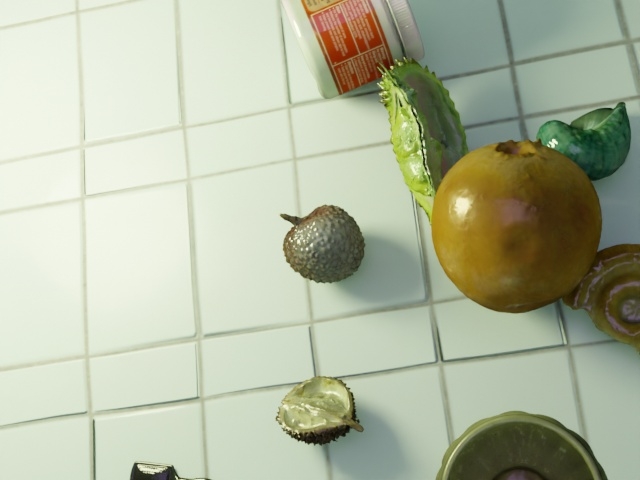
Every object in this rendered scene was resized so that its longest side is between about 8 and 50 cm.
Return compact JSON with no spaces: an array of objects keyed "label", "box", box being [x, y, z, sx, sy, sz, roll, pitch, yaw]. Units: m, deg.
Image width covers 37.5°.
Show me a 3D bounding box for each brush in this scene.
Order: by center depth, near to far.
[{"label":"brush","box":[-0.298,0.487,1.910,0.194,0.016,0.062,2,74,13]}]

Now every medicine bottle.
[{"label":"medicine bottle","box":[0.067,-0.457,2.015,0.241,0.252,0.252,-22,69,3]}]

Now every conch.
[{"label":"conch","box":[0.521,-0.187,1.897,0.202,0.196,0.134,-9,104,23]}]

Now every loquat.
[{"label":"loquat","box":[0.366,-0.027,1.778,0.329,0.328,0.328,-4,72,11]}]

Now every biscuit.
[{"label":"biscuit","box":[0.616,0.111,1.799,0.274,0.091,0.213,30,82,21]}]

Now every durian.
[{"label":"durian","box":[0.009,0.350,1.846,0.189,0.091,0.148,11,49,36]},{"label":"durian","box":[0.224,-0.206,1.936,0.158,0.169,0.351,-16,85,6]}]

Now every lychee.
[{"label":"lychee","box":[0.000,0.000,1.924,0.165,0.165,0.197,-42,101,-3]}]

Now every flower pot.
[{"label":"flower pot","box":[0.357,0.460,1.660,0.308,0.244,0.307,-3,74,11]}]
